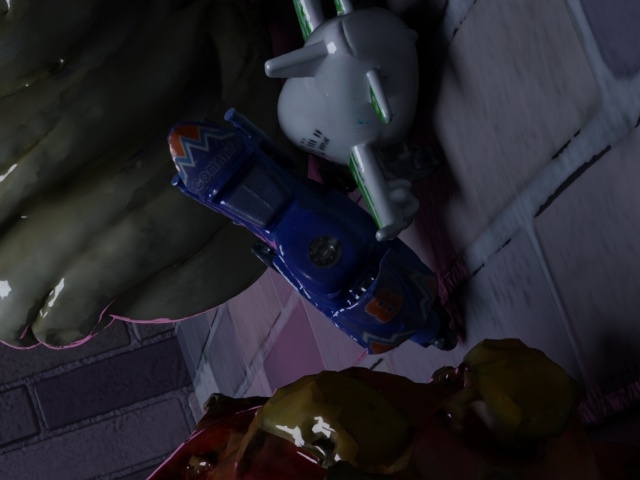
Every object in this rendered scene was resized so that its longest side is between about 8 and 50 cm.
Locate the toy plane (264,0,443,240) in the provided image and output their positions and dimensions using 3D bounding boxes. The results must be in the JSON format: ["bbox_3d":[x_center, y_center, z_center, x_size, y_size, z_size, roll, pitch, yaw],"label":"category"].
[{"bbox_3d":[0.013,-0.082,0.834,0.174,0.080,0.174,160,90,-88],"label":"toy plane"}]

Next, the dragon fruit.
[{"bbox_3d":[0.042,0.157,0.646,0.296,0.314,0.263,64,148,36],"label":"dragon fruit"}]

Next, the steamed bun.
[{"bbox_3d":[-0.180,-0.109,1.103,0.247,0.339,0.352,97,153,-44],"label":"steamed bun"}]

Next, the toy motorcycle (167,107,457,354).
[{"bbox_3d":[0.000,0.000,0.889,0.205,0.076,0.114,40,-174,-2],"label":"toy motorcycle"}]
